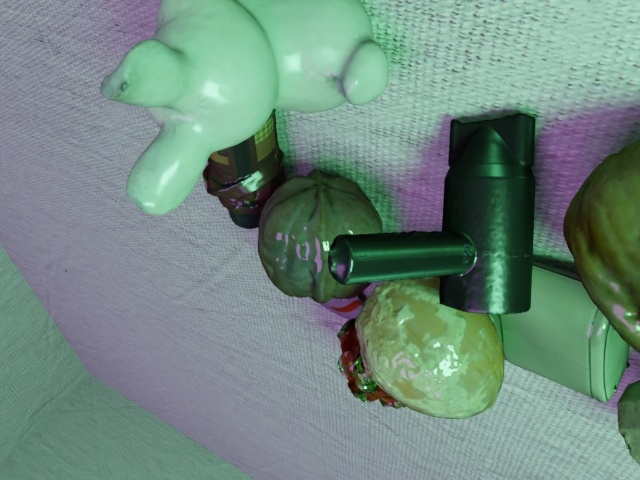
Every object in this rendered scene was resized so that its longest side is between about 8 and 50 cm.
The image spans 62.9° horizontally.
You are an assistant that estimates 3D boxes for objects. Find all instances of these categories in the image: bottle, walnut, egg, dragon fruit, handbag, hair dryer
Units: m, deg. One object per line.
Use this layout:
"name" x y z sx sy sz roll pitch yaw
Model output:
"bottle" -0.140 -0.131 0.901 0.156 0.143 0.271 24 142 21
"walnut" 0.000 0.000 0.868 0.224 0.224 0.224 24 141 21
"egg" 0.168 0.157 0.788 0.245 0.203 0.203 46 144 5
"dragon fruit" 0.134 0.242 0.995 0.198 0.200 0.269 21 141 31
"handbag" 0.313 0.110 0.827 0.315 0.109 0.241 21 140 45
"walnut" 0.393 0.007 0.505 0.283 0.227 0.283 0 90 21
"hair dryer" 0.136 -0.032 0.614 0.116 0.302 0.244 4 95 54

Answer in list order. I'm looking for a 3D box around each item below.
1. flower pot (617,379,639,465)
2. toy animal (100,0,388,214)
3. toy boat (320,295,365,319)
"flower pot" 0.517 0.246 0.672 0.212 0.212 0.202 38 151 3
"toy animal" -0.092 -0.192 0.622 0.241 0.367 0.196 32 142 30
"toy boat" 0.010 0.101 1.092 0.219 0.072 0.318 -9 131 43
